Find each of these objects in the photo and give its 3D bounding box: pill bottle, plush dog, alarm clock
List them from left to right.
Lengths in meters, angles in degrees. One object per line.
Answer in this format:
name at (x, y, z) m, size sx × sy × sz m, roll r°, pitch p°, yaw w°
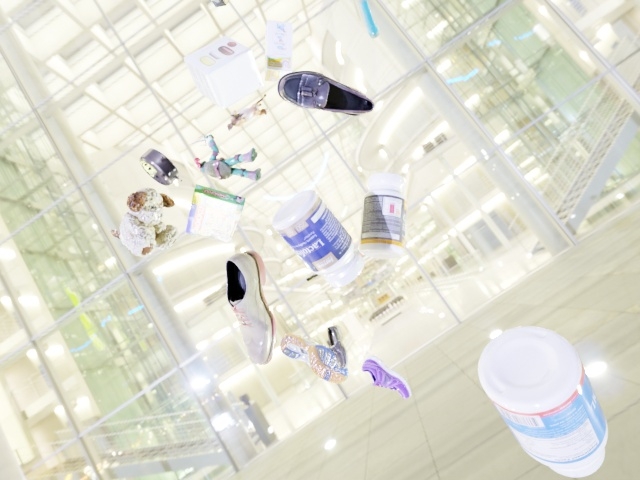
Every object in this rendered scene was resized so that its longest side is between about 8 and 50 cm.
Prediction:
plush dog at (-0.647, -0.086, 1.555) m, size 0.262 × 0.210 × 0.226 m, roll -39°, pitch -30°, yaw -78°
alarm clock at (-0.555, -0.245, 1.429) m, size 0.064 × 0.192 × 0.129 m, roll -51°, pitch -45°, yaw -21°
pill bottle at (0.000, 0.000, 1.194) m, size 0.153 × 0.265 × 0.153 m, roll -34°, pitch 23°, yaw 16°
pill bottle at (0.224, -0.085, 1.497) m, size 0.162 × 0.279 × 0.162 m, roll 6°, pitch -12°, yaw 1°
pill bottle at (0.315, 0.231, 0.585) m, size 0.124 × 0.222 × 0.124 m, roll -27°, pitch 31°, yaw 18°

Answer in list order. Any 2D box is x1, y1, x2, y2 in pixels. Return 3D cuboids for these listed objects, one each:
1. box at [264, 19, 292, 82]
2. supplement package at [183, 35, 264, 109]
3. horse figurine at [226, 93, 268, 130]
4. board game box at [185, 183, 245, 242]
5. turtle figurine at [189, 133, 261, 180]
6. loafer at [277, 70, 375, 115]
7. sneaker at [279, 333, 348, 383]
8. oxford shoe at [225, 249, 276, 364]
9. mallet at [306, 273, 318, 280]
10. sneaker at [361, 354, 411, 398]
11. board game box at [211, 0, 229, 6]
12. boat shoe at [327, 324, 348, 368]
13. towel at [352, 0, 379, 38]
box at (-0.170, -0.756, 1.709) m, size 0.103 × 0.203 × 0.114 m, roll 1°, pitch -7°, yaw -12°
supplement package at (-0.360, -0.629, 1.581) m, size 0.194 × 0.203 × 0.149 m, roll -37°, pitch -38°, yaw -15°
horse figurine at (-0.339, -0.577, 1.942) m, size 0.263 × 0.066 × 0.174 m, roll -39°, pitch 9°, yaw -22°
board game box at (-0.473, -0.109, 1.884) m, size 0.213 × 0.046 × 0.317 m, roll 14°, pitch -36°, yaw -16°
turtle figurine at (-0.321, -0.256, 1.413) m, size 0.233 × 0.118 × 0.175 m, roll 7°, pitch -27°, yaw 13°
loafer at (0.025, -0.431, 1.252) m, size 0.302 × 0.095 × 0.109 m, roll 3°, pitch -70°, yaw -28°
sneaker at (-0.007, 0.434, 1.609) m, size 0.112 × 0.296 × 0.131 m, roll -64°, pitch -28°, yaw 0°
oxford shoe at (-0.223, 0.208, 1.253) m, size 0.122 × 0.349 × 0.130 m, roll -12°, pitch -1°, yaw 26°
mallet at (0.015, 0.112, 1.559) m, size 0.062 × 0.039 × 0.189 m, roll -5°, pitch -19°, yaw -34°
sneaker at (0.195, 0.422, 1.277) m, size 0.071 × 0.169 × 0.068 m, roll -48°, pitch -13°, yaw -27°
board game box at (-0.273, -0.715, 0.998) m, size 0.243 × 0.042 × 0.165 m, roll 46°, pitch -118°, yaw -53°
boat shoe at (0.054, 0.371, 1.474) m, size 0.049 × 0.152 × 0.056 m, roll 6°, pitch -33°, yaw -39°
towel at (0.117, -0.924, 1.483) m, size 0.040 × 0.272 × 0.370 m, roll -21°, pitch -49°, yaw 9°
